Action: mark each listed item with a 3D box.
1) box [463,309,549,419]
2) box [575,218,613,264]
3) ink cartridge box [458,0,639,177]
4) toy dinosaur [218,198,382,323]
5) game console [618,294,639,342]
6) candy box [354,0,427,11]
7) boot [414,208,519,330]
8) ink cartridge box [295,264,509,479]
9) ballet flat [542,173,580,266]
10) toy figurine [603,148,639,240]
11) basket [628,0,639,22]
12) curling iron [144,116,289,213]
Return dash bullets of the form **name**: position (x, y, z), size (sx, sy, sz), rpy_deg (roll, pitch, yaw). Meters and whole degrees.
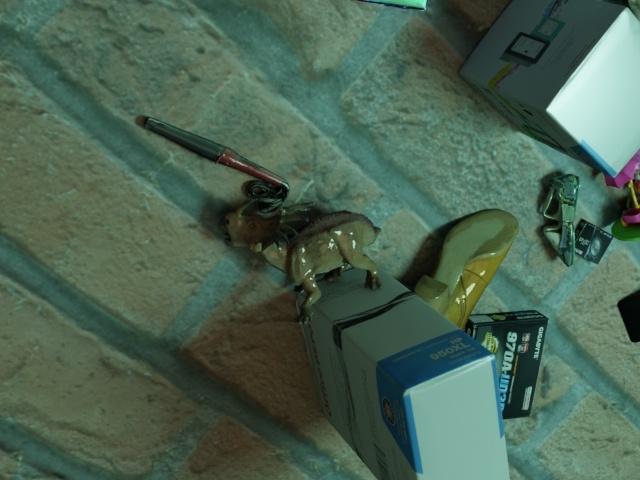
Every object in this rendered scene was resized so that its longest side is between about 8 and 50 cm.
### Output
- **box**: position (0.347, 0.250, 1.849), size (0.175, 0.051, 0.220), rpy_deg (-2, 110, -23)
- **box**: position (0.532, 0.003, 1.850), size (0.083, 0.018, 0.067), rpy_deg (25, 98, -30)
- **ink cartridge box**: position (0.408, -0.269, 1.541), size (0.198, 0.270, 0.197), rpy_deg (35, 95, -31)
- **toy dinosaur**: position (0.000, 0.000, 1.545), size (0.295, 0.127, 0.200), rpy_deg (-21, 117, -25)
- **game console**: position (0.694, 0.142, 1.982), size (0.107, 0.071, 0.122), rpy_deg (-52, 127, -33)
- **candy box**: position (0.078, -0.498, 1.305), size (0.122, 0.268, 0.317), rpy_deg (1, 109, -20)
- **boot**: position (0.257, 0.093, 1.729), size (0.295, 0.104, 0.211), rpy_deg (-42, 147, -30)
- **ink cartridge box**: position (0.128, 0.246, 1.554), size (0.166, 0.395, 0.286), rpy_deg (-20, 117, -18)
- **ballet flat**: position (0.454, -0.038, 1.783), size (0.070, 0.070, 0.188), rpy_deg (-11, 112, -20)
- **toy figurine**: position (0.609, -0.111, 1.798), size (0.173, 0.130, 0.159), rpy_deg (-39, 113, -31)
- **basket**: position (0.685, -0.479, 1.517), size (0.266, 0.328, 0.331), rpy_deg (-47, 122, -19)
- **curling iron**: position (-0.159, -0.122, 1.485), size (0.274, 0.035, 0.068), rpy_deg (31, 96, -31)
